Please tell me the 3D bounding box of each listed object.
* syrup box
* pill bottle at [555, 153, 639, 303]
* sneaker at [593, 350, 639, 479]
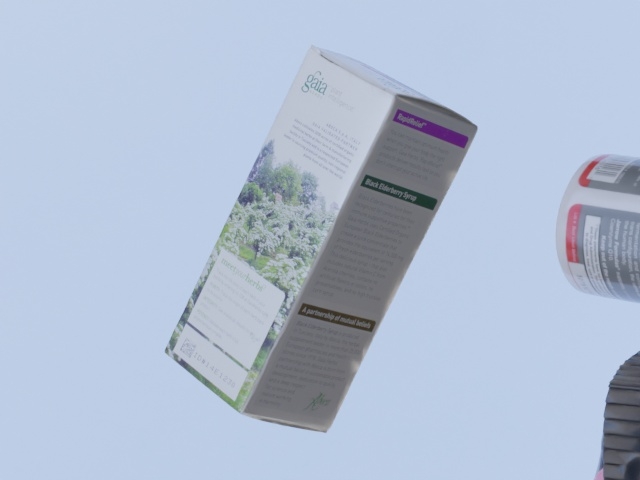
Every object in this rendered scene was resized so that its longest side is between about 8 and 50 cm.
[{"bbox_3d":[0.000,0.000,1.200,0.096,0.093,0.237,18,-78,-47],"label":"syrup box"},{"bbox_3d":[0.411,0.000,1.922,0.161,0.283,0.161,-15,-71,-48],"label":"pill bottle"},{"bbox_3d":[0.239,0.230,1.287,0.131,0.112,0.319,-1,-75,-73],"label":"sneaker"}]
